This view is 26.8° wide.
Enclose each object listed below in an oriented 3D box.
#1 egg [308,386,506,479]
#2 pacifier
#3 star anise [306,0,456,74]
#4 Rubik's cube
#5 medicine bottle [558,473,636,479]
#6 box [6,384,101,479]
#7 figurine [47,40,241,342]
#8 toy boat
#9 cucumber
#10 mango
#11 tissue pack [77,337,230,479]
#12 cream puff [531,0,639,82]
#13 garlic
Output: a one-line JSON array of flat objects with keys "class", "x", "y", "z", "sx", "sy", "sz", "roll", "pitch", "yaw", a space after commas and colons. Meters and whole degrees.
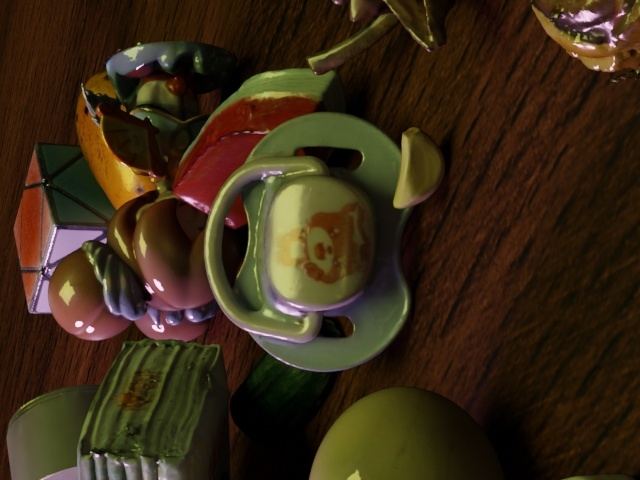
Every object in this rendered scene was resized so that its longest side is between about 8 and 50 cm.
[{"class": "egg", "x": 0.080, "y": 0.255, "z": 1.226, "sx": 0.186, "sy": 0.186, "sz": 0.242, "roll": 172, "pitch": 96, "yaw": -65}, {"class": "pacifier", "x": 0.000, "y": 0.000, "z": 1.482, "sx": 0.207, "sy": 0.227, "sz": 0.279, "roll": -3, "pitch": -83, "yaw": -75}, {"class": "star anise", "x": 0.090, "y": -0.317, "z": 1.356, "sx": 0.292, "sy": 0.109, "sz": 0.350, "roll": -138, "pitch": 65, "yaw": -67}, {"class": "Rubik's cube", "x": -0.376, "y": -0.016, "z": 2.208, "sx": 0.207, "sy": 0.205, "sz": 0.205, "roll": -66, "pitch": 33, "yaw": 36}, {"class": "medicine bottle", "x": 0.219, "y": 0.283, "z": 1.068, "sx": 0.119, "sy": 0.069, "sz": 0.183, "roll": -36, "pitch": 57, "yaw": 56}, {"class": "box", "x": -0.387, "y": 0.356, "z": 2.172, "sx": 0.226, "sy": 0.226, "sz": 0.149, "roll": 118, "pitch": 145, "yaw": -43}, {"class": "figurine", "x": -0.227, "y": -0.059, "z": 1.863, "sx": 0.248, "sy": 0.276, "sz": 0.388, "roll": -14, "pitch": 76, "yaw": 39}, {"class": "toy boat", "x": -0.064, "y": -0.130, "z": 1.645, "sx": 0.332, "sy": 0.145, "sz": 0.133, "roll": -30, "pitch": 33, "yaw": 60}, {"class": "cucumber", "x": -0.044, "y": 0.166, "z": 1.653, "sx": 0.244, "sy": 0.063, "sz": 0.115, "roll": -54, "pitch": 41, "yaw": 47}, {"class": "mango", "x": -0.284, "y": -0.155, "z": 2.086, "sx": 0.191, "sy": 0.160, "sz": 0.290, "roll": -49, "pitch": 48, "yaw": 40}, {"class": "tissue pack", "x": -0.200, "y": 0.358, "z": 1.686, "sx": 0.287, "sy": 0.162, "sz": 0.388, "roll": -81, "pitch": -8, "yaw": -66}, {"class": "cream puff", "x": 0.241, "y": -0.210, "z": 0.992, "sx": 0.189, "sy": 0.129, "sz": 0.189, "roll": -26, "pitch": 59, "yaw": 54}, {"class": "garlic", "x": 0.100, "y": -0.075, "z": 1.368, "sx": 0.041, "sy": 0.053, "sz": 0.083, "roll": -144, "pitch": 51, "yaw": -58}]
